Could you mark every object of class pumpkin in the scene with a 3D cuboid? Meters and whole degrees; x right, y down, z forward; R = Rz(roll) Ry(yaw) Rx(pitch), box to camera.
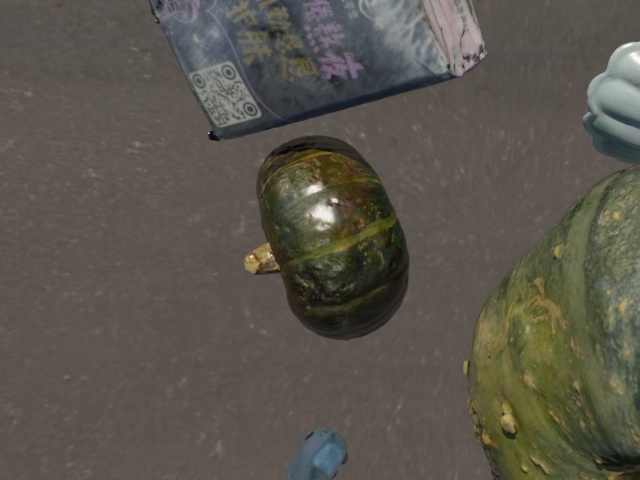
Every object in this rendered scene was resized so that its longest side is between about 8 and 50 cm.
[{"bbox_3d":[-0.003,0.002,1.288,0.189,0.260,0.260,-24,86,-5],"label":"pumpkin"},{"bbox_3d":[0.246,0.100,0.737,0.291,0.257,0.328,44,137,-5],"label":"pumpkin"}]

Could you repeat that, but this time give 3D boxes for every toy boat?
[{"bbox_3d":[0.455,-0.153,1.252,0.290,0.100,0.199,-1,130,-24],"label":"toy boat"}]

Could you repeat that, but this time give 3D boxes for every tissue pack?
[{"bbox_3d":[-0.022,-0.261,1.164,0.361,0.122,0.259,-11,111,40],"label":"tissue pack"}]

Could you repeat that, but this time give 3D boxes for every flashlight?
[{"bbox_3d":[-0.015,0.299,1.211,0.047,0.200,0.093,39,123,-14],"label":"flashlight"}]
